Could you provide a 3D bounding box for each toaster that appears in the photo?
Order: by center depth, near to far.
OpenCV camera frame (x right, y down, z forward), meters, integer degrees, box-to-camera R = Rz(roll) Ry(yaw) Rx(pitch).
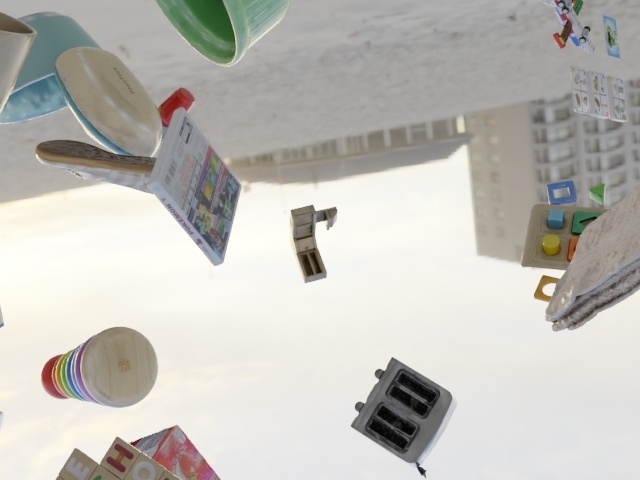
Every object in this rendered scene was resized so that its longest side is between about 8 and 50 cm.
[{"bbox_3d":[0.167,0.342,1.800,0.185,0.168,0.110,31,173,18],"label":"toaster"}]

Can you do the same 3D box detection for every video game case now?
[{"bbox_3d":[-0.196,-0.087,1.470,0.023,0.183,0.201,-21,-144,22],"label":"video game case"}]

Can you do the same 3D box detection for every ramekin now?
[{"bbox_3d":[-0.192,-0.485,1.671,0.148,0.303,0.303,-40,-157,-19],"label":"ramekin"}]

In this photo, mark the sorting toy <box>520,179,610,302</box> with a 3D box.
[{"bbox_3d":[0.548,-0.012,2.025,0.195,0.047,0.348,3,-127,22],"label":"sorting toy"}]

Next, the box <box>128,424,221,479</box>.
[{"bbox_3d":[-0.262,0.395,1.279,0.128,0.123,0.257,-26,-163,31],"label":"box"}]

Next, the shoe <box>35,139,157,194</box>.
[{"bbox_3d":[-0.361,-0.118,1.521,0.218,0.058,0.076,9,-155,-21],"label":"shoe"}]

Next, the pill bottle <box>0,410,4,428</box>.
[{"bbox_3d":[-0.606,0.266,1.382,0.229,0.131,0.131,22,-171,-5],"label":"pill bottle"}]

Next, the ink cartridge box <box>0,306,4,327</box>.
[{"bbox_3d":[-0.697,0.100,1.555,0.232,0.168,0.171,-2,-164,20],"label":"ink cartridge box"}]

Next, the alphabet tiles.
[{"bbox_3d":[-0.261,0.366,1.091,0.198,0.237,0.009,28,171,21],"label":"alphabet tiles"}]

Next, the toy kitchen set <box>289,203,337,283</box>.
[{"bbox_3d":[0.000,0.000,1.261,0.068,0.075,0.083,-14,150,-11],"label":"toy kitchen set"}]

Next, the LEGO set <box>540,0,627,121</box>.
[{"bbox_3d":[0.445,-0.324,1.553,0.182,0.245,0.060,-1,174,-45],"label":"LEGO set"}]

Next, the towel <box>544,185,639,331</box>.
[{"bbox_3d":[0.378,-0.003,1.115,0.187,0.049,0.282,-55,-178,-34],"label":"towel"}]

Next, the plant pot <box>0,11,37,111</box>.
[{"bbox_3d":[-0.546,-0.189,1.234,0.256,0.274,0.256,19,-167,-5],"label":"plant pot"}]

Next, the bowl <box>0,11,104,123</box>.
[{"bbox_3d":[-0.631,-0.399,2.061,0.311,0.163,0.311,-25,-179,0],"label":"bowl"}]

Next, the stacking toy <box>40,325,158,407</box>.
[{"bbox_3d":[-0.432,0.240,1.701,0.141,0.141,0.330,-16,-179,-38],"label":"stacking toy"}]

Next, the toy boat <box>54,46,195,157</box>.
[{"bbox_3d":[-0.388,-0.255,1.851,0.148,0.268,0.318,-43,162,23],"label":"toy boat"}]
